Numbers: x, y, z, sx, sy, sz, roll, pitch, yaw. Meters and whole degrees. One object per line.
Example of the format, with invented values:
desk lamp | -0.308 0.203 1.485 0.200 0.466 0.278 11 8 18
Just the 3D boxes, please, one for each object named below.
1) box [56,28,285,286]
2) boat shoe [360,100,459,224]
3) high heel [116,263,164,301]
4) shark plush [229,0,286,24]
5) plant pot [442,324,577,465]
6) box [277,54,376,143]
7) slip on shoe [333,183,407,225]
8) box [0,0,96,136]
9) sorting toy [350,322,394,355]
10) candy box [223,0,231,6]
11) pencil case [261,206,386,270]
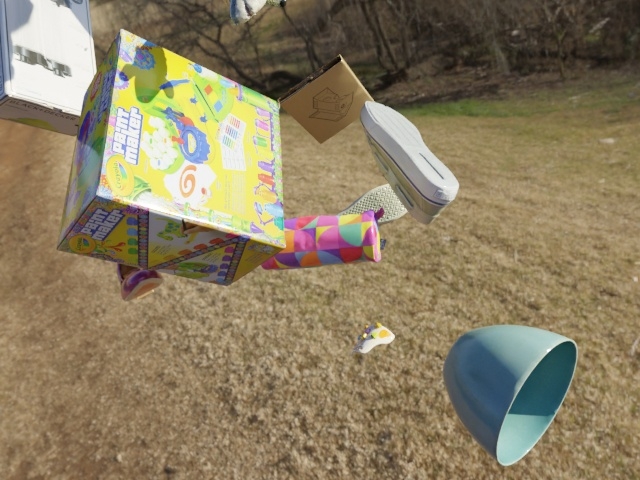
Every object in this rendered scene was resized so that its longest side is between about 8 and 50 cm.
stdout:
box | -0.221 -0.114 0.823 0.177 0.279 0.289 -32 51 42
boat shoe | 0.144 -0.155 0.993 0.109 0.094 0.302 5 41 -31
high heel | -0.358 0.049 1.008 0.082 0.117 0.244 -27 1 -15
shark plush | -0.113 -0.354 0.713 0.067 0.073 0.161 -39 60 17
plant pot | 0.382 0.298 1.133 0.290 0.290 0.195 -35 40 -26
box | 0.020 -0.310 1.185 0.165 0.201 0.021 -32 63 15
slip on shoe | 0.154 -0.084 1.706 0.332 0.123 0.101 -30 -5 7
box | -0.492 -0.344 0.916 0.087 0.289 0.169 -17 -11 31
sorting toy | 0.096 0.210 1.081 0.075 0.044 0.083 -40 5 -35
candy box | -0.162 -0.767 1.347 0.317 0.182 0.087 -34 -10 -3
pencil case | 0.000 0.000 0.957 0.237 0.104 0.104 -5 30 14
